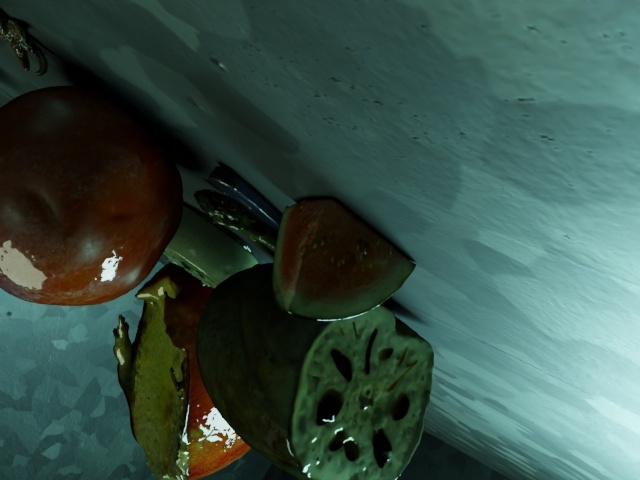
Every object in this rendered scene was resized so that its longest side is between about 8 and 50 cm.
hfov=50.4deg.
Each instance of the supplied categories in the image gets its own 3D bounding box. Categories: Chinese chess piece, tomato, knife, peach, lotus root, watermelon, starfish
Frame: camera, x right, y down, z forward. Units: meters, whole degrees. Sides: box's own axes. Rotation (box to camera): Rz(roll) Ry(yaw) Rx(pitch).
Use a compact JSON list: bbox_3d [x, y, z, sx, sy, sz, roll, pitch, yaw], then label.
[{"bbox_3d":[-0.189,0.017,1.084,0.188,0.083,0.188,34,169,7],"label":"Chinese chess piece"},{"bbox_3d":[-0.243,-0.038,0.689,0.189,0.231,0.232,3,159,16],"label":"tomato"},{"bbox_3d":[-0.067,-0.037,0.694,0.031,0.018,0.121,11,157,45],"label":"knife"},{"bbox_3d":[-0.218,0.242,1.284,0.353,0.416,0.339,39,161,-22],"label":"peach"},{"bbox_3d":[-0.035,0.153,0.876,0.250,0.250,0.346,39,170,-27],"label":"lotus root"},{"bbox_3d":[0.000,0.000,0.576,0.135,0.125,0.094,46,149,40],"label":"watermelon"},{"bbox_3d":[-0.295,-0.193,0.631,0.078,0.028,0.091,23,164,16],"label":"starfish"}]

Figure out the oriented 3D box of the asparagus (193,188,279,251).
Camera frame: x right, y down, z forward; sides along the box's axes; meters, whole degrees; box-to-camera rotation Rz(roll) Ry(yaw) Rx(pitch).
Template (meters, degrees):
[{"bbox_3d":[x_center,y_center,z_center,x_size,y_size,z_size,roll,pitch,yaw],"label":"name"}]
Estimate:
[{"bbox_3d":[-0.075,-0.015,0.760,0.165,0.036,0.030,28,-177,15],"label":"asparagus"}]
